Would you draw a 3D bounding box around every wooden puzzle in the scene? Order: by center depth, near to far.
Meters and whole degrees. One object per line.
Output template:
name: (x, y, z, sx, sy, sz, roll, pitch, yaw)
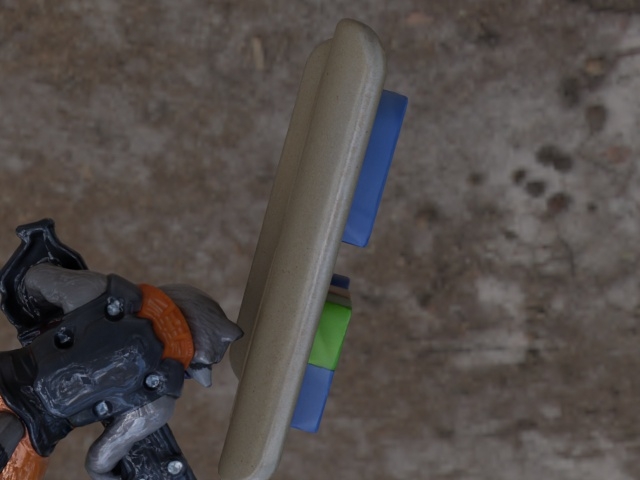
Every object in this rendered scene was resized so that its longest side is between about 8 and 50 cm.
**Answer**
wooden puzzle: (0.000, 0.000, 1.057, 0.080, 0.322, 0.348, 14, -174, -5)

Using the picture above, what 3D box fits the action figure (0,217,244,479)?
action figure: (-0.193, 0.163, 1.102, 0.341, 0.330, 0.178, 55, 163, -8)
